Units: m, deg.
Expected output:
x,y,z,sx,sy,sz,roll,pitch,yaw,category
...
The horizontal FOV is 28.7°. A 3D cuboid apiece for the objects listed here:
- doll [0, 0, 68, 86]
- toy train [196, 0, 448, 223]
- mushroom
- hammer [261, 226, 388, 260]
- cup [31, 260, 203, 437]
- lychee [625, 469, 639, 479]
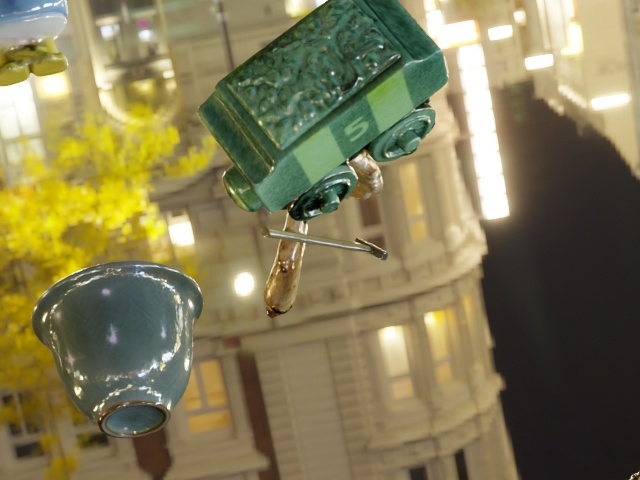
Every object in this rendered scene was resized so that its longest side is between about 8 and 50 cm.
x,y,z,sx,sy,sz,roll,pitch,yaw,category
-0.312,-0.269,1.204,0.135,0.241,0.099,-15,-175,19,doll
0.006,-0.154,1.431,0.299,0.167,0.238,-38,160,-3,toy train
-0.004,-0.052,1.948,0.208,0.302,0.233,-12,175,-12,mushroom
0.000,0.000,1.620,0.199,0.013,0.062,10,-167,-42,hammer
-0.219,0.139,1.409,0.199,0.199,0.150,-12,-125,-4,cup
0.497,0.388,1.754,0.171,0.171,0.171,-11,-168,2,lychee
